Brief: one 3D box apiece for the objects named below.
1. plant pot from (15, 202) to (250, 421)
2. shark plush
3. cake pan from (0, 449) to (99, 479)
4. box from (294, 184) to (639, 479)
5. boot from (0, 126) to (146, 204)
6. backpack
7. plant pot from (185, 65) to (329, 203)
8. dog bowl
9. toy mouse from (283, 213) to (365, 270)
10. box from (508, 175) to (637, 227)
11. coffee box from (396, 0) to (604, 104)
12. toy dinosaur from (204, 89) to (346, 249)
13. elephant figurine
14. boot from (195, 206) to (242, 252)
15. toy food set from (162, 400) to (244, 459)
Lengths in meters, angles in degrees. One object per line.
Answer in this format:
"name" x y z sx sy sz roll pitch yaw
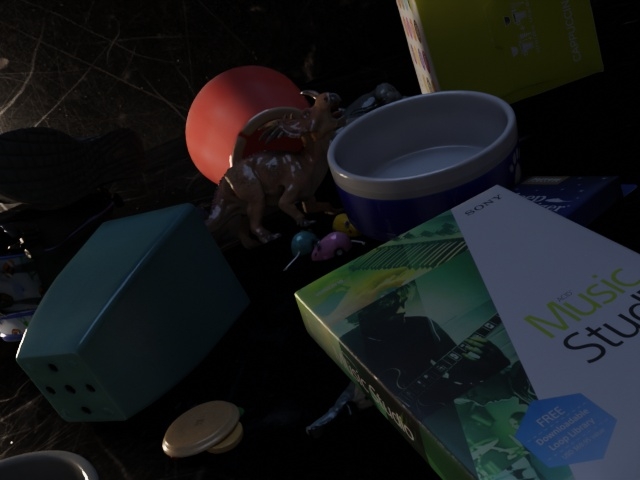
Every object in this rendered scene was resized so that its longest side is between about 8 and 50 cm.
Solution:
"plant pot" -0.235 0.097 0.854 0.166 0.165 0.234 -9 30 31
"shark plush" 0.057 0.132 0.646 0.161 0.073 0.067 -50 6 -28
"cake pan" -0.305 0.286 0.562 0.293 0.054 0.293 -19 19 7
"box" 0.153 0.076 0.531 0.232 0.058 0.322 -27 33 -17
"boot" -0.459 -0.099 1.126 0.223 0.118 0.338 -12 2 24
"backpack" -0.483 0.042 1.178 0.264 0.213 0.276 -2 17 16
"plant pot" -0.111 -0.193 1.397 0.275 0.274 0.243 -25 29 -10
"dog bowl" 0.150 -0.111 1.007 0.265 0.104 0.264 -14 32 9
"toy mouse" 0.000 0.000 1.053 0.143 0.031 0.161 -27 20 -17
"box" 0.267 -0.034 0.861 0.225 0.036 0.136 -31 21 -29
"coffee box" 0.365 -0.490 1.531 0.338 0.337 0.334 -19 20 6
"toy dinosaur" -0.083 -0.105 1.132 0.296 0.200 0.127 -23 1 -1
"elephant figurine" 0.078 -0.158 1.244 0.239 0.169 0.186 -56 7 -34
"boot" -0.192 -0.027 1.216 0.082 0.106 0.219 -13 21 21
"toy food set" -0.114 0.185 0.687 0.083 0.020 0.082 -21 19 2
